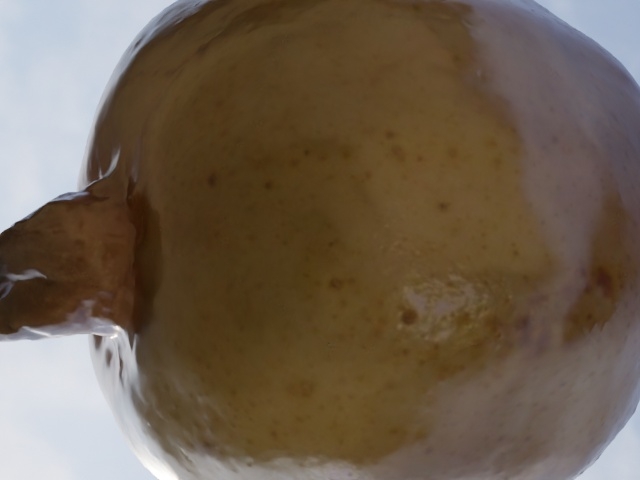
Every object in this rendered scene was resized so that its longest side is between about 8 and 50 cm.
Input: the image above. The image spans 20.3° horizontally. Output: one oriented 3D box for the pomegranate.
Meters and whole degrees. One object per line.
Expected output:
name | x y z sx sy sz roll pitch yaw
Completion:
pomegranate | 0.016 0.000 0.576 0.207 0.207 0.207 -19 -119 38
